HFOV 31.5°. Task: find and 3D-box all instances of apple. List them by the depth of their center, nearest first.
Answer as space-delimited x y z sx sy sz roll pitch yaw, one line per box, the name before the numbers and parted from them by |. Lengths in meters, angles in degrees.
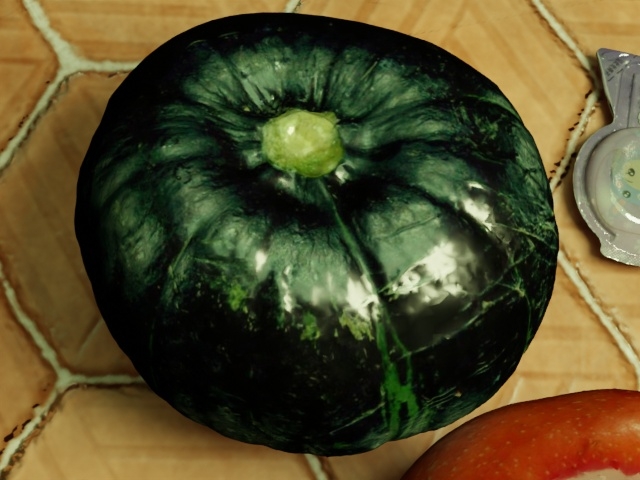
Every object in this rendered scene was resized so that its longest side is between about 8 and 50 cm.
apple | 0.158 0.217 0.675 0.260 0.216 0.260 -1 64 3

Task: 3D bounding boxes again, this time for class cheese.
cheese | 0.254 -0.066 0.905 0.105 0.042 0.191 13 65 -4

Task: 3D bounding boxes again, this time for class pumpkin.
pumpkin | 0.000 0.000 0.748 0.315 0.238 0.315 0 50 0
